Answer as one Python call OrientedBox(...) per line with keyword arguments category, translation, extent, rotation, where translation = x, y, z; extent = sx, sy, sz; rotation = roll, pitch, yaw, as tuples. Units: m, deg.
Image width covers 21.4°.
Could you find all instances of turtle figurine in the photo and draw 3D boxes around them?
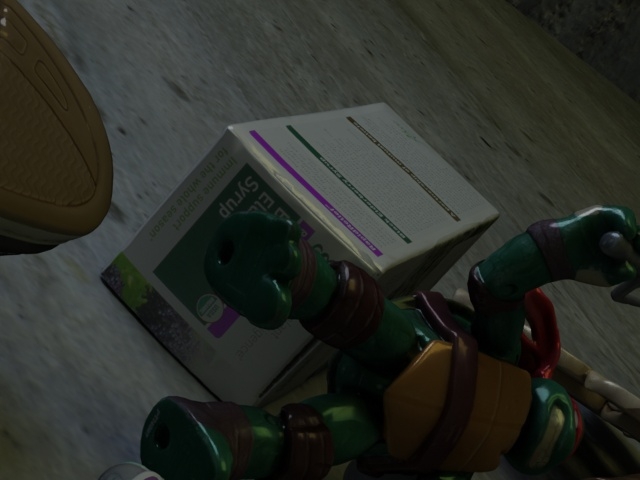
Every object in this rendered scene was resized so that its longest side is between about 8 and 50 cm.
OrientedBox(category="turtle figurine", translation=(0.051, 0.066, 0.665), extent=(0.234, 0.175, 0.118), rotation=(14, -9, -35))

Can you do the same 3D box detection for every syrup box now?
OrientedBox(category="syrup box", translation=(0.000, 0.000, 0.820), extent=(0.096, 0.093, 0.237), rotation=(45, 18, 9))

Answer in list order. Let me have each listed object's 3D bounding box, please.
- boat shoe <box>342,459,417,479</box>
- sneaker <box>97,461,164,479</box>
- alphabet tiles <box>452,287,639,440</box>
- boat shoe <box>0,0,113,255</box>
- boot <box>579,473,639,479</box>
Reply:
OrientedBox(category="boat shoe", translation=(0.044, 0.132, 0.711), extent=(0.100, 0.035, 0.035), rotation=(47, -12, 32))
OrientedBox(category="sneaker", translation=(-0.078, 0.086, 0.508), extent=(0.069, 0.038, 0.098), rotation=(37, 15, -22))
OrientedBox(category="alphabet tiles", translation=(0.204, 0.120, 1.008), extent=(0.284, 0.021, 0.278), rotation=(34, -1, 24))
OrientedBox(category="boat shoe", translation=(-0.193, -0.062, 0.521), extent=(0.285, 0.092, 0.103), rotation=(25, 45, -40))
OrientedBox(category="boot", translation=(0.233, 0.227, 0.818), extent=(0.283, 0.109, 0.220), rotation=(42, 9, 29))
